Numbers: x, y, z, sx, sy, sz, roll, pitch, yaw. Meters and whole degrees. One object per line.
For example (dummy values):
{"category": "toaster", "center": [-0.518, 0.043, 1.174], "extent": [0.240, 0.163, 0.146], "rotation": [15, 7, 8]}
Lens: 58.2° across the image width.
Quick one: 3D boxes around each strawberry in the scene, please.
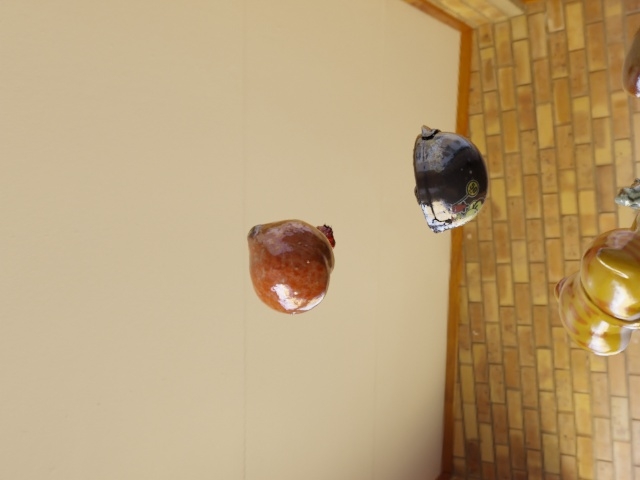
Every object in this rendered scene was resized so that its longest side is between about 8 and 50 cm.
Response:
{"category": "strawberry", "center": [0.000, 0.001, 1.838], "extent": [0.106, 0.106, 0.106], "rotation": [6, -98, -56]}

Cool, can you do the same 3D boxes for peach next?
{"category": "peach", "center": [-0.079, 0.048, 1.312], "extent": [0.232, 0.232, 0.233], "rotation": [6, -98, -56]}

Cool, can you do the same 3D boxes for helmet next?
{"category": "helmet", "center": [0.322, -0.157, 1.383], "extent": [0.230, 0.160, 0.279], "rotation": [47, -136, -50]}

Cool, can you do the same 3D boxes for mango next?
{"category": "mango", "center": [0.698, -0.415, 1.151], "extent": [0.133, 0.111, 0.268], "rotation": [6, -60, -26]}

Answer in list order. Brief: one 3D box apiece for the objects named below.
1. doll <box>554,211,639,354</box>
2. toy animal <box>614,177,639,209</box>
{"category": "doll", "center": [0.526, 0.089, 1.029], "extent": [0.166, 0.162, 0.270], "rotation": [-45, -21, -26]}
{"category": "toy animal", "center": [0.509, -0.032, 0.711], "extent": [0.170, 0.255, 0.090], "rotation": [4, -64, -61]}
